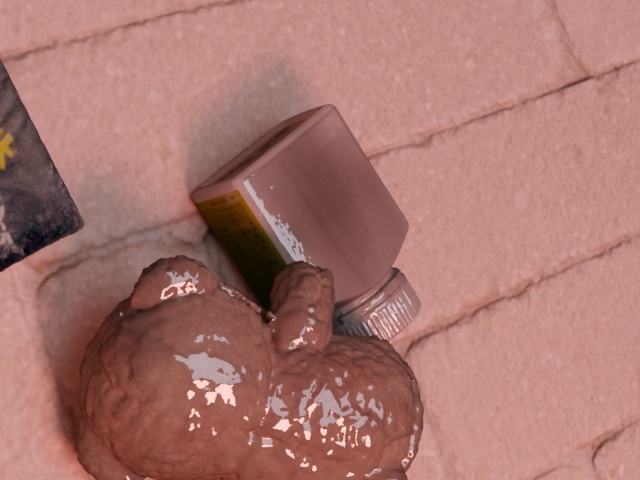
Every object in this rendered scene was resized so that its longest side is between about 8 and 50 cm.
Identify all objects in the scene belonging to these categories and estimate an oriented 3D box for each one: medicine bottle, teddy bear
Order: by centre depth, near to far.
[{"bbox_3d":[-0.054,0.125,1.151,0.267,0.151,0.236,19,101,-15],"label":"teddy bear"},{"bbox_3d":[0.000,0.000,1.258,0.132,0.088,0.188,-41,105,-33],"label":"medicine bottle"}]

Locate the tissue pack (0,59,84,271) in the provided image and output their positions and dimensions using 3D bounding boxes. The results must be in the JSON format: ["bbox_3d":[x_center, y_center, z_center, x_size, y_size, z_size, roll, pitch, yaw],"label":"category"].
[{"bbox_3d":[-0.304,-0.079,1.060,0.185,0.081,0.257,-31,99,-35],"label":"tissue pack"}]
